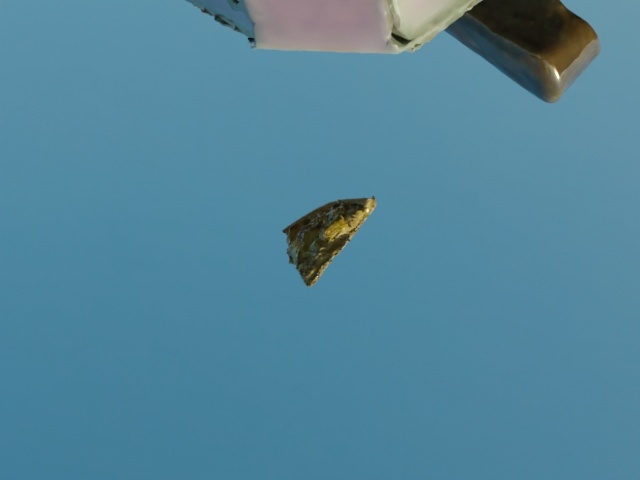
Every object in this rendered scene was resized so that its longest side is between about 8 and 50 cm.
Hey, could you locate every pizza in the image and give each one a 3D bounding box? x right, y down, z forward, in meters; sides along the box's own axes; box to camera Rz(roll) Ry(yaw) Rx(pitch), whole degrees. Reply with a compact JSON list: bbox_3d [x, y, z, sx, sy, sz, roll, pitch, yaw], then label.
[{"bbox_3d":[0.000,0.000,1.355,0.026,0.123,0.109,44,-137,-31],"label":"pizza"}]

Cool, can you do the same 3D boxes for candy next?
[{"bbox_3d":[0.226,-0.273,1.616,0.234,0.102,0.104,38,-99,20],"label":"candy"}]

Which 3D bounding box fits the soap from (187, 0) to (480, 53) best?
[{"bbox_3d":[0.019,-0.264,0.689,0.261,0.156,0.446,5,-143,19],"label":"soap"}]
